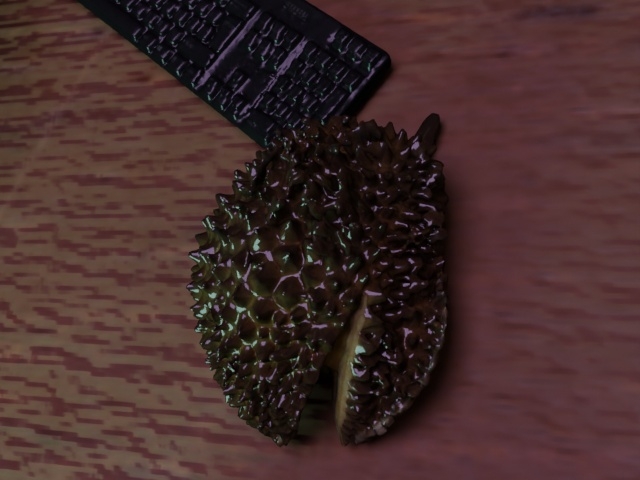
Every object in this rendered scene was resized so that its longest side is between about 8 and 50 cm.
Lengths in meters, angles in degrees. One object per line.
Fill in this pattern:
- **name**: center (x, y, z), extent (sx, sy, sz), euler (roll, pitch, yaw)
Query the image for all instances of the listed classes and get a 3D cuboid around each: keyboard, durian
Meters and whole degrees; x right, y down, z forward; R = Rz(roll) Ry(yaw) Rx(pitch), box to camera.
- **keyboard**: center (-0.056, -0.104, 0.528), extent (0.204, 0.013, 0.061), euler (39, 90, 33)
- **durian**: center (0.001, 0.000, 0.423), extent (0.110, 0.071, 0.140), euler (21, 74, 32)
